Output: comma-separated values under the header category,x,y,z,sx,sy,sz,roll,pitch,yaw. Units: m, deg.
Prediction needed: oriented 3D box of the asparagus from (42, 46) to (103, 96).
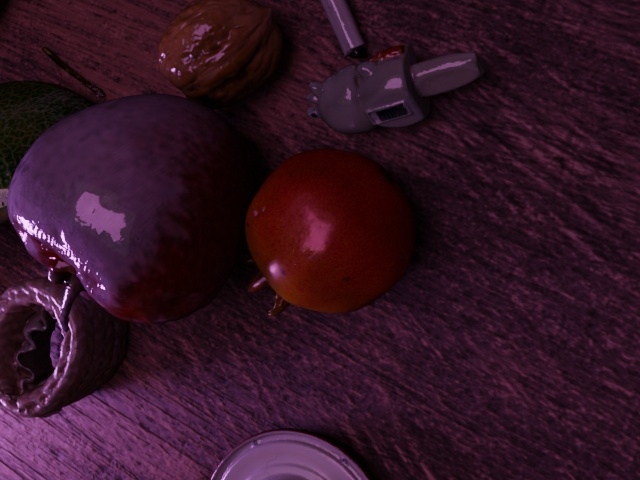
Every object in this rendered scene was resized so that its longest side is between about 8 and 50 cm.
category,x,y,z,sx,sy,sz,roll,pitch,yaw
asparagus,-0.423,-0.286,1.398,0.166,0.013,0.016,39,117,21

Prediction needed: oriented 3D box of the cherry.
category,x,y,z,sx,sy,sz,roll,pitch,yaw
cherry,-0.258,-0.054,1.142,0.327,0.291,0.334,9,63,6

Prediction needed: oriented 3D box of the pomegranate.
category,x,y,z,sx,sy,sz,roll,pitch,yaw
pomegranate,0.000,0.000,1.090,0.256,0.221,0.221,-48,71,27

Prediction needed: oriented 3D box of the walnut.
category,x,y,z,sx,sy,sz,roll,pitch,yaw
walnut,-0.140,-0.278,1.186,0.184,0.155,0.155,-30,78,24

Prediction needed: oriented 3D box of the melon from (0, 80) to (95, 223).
category,x,y,z,sx,sy,sz,roll,pitch,yaw
melon,-0.505,-0.133,1.358,0.344,0.226,0.331,-21,38,25

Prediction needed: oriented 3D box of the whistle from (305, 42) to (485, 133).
category,x,y,z,sx,sy,sz,roll,pitch,yaw
whistle,0.091,-0.203,1.097,0.253,0.102,0.105,-12,82,28

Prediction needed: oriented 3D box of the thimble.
category,x,y,z,sx,sy,sz,roll,pitch,yaw
thimble,-0.428,0.167,1.337,0.196,0.148,0.229,15,100,23

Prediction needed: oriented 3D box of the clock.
category,x,y,z,sx,sy,sz,roll,pitch,yaw
clock,-0.037,0.430,1.182,0.319,0.080,0.318,0,91,25

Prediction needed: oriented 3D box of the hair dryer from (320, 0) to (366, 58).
category,x,y,z,sx,sy,sz,roll,pitch,yaw
hair dryer,0.001,-0.358,1.170,0.131,0.073,0.236,-27,88,26
